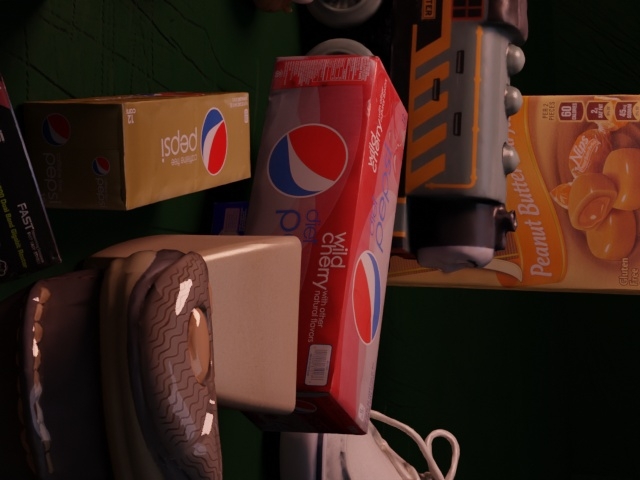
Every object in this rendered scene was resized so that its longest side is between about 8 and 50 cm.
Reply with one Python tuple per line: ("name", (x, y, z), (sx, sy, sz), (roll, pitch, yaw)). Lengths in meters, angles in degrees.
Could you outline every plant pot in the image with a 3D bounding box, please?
("plant pot", (-0.084, 0.048, 0.738), (0.096, 0.109, 0.109), (8, 84, -60))

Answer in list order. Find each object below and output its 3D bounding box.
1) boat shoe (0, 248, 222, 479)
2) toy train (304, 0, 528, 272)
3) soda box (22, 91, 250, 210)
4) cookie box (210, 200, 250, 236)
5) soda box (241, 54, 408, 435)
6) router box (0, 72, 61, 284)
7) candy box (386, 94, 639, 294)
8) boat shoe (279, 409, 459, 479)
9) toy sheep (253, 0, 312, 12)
("boat shoe", (-0.119, 0.099, 0.566), (0.355, 0.130, 0.132), (107, -20, -62))
("toy train", (0.083, -0.131, 1.094), (0.142, 0.190, 0.333), (21, 71, -71))
("soda box", (-0.101, -0.056, 0.731), (0.181, 0.061, 0.058), (-27, 117, -70))
("cookie box", (-0.048, 0.028, 0.938), (0.107, 0.040, 0.091), (41, 52, -66))
("soda box", (0.000, 0.000, 0.885), (0.092, 0.083, 0.263), (54, 40, -58))
("router box", (-0.148, -0.049, 0.520), (0.122, 0.038, 0.092), (-127, -157, -53))
("candy box", (0.180, -0.044, 1.194), (0.087, 0.317, 0.182), (5, 87, -74))
("boat shoe", (0.071, 0.246, 1.137), (0.367, 0.157, 0.135), (73, 25, -45))
("toy sheep", (-0.012, -0.230, 0.947), (0.132, 0.091, 0.091), (-57, 174, 23))
